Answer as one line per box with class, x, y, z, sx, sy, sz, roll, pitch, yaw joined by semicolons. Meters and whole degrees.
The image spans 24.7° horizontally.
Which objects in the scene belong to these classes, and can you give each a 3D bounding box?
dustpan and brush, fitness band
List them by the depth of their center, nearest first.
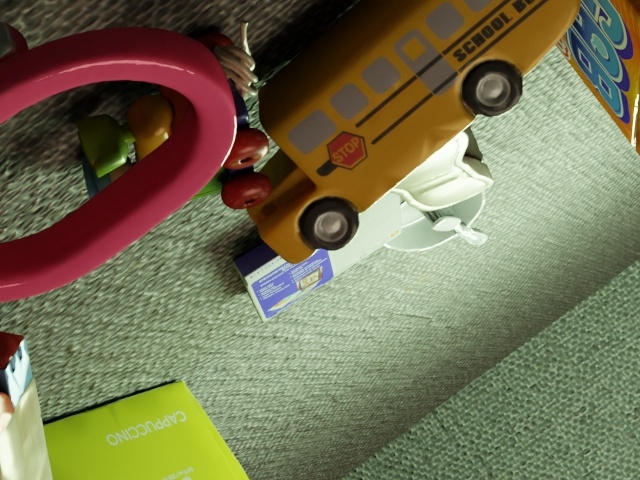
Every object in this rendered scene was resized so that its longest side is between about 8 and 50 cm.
fitness band;-0.192;-0.049;1.006;0.291;0.054;0.209;-34;145;23
dustpan and brush;0.169;-0.026;1.899;0.147;0.060;0.211;-39;163;16

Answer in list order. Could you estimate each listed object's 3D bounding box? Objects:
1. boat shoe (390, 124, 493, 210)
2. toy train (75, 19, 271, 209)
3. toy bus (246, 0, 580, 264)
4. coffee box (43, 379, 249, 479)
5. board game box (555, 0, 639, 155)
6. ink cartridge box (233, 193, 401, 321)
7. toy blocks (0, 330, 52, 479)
boat shoe;0.095;-0.107;1.462;0.116;0.097;0.324;-23;166;15
toy train;-0.120;-0.092;1.103;0.143;0.105;0.248;-18;162;-7
toy bus;0.062;-0.131;1.221;0.332;0.130;0.108;-40;-157;15
coffee box;-0.277;0.426;1.824;0.337;0.338;0.334;-14;153;-51
board game box;0.428;-0.229;1.295;0.356;0.356;0.356;-34;164;2
ink cartridge box;0.000;0.000;1.670;0.206;0.045;0.208;-32;165;-6
toy blocks;-0.348;0.214;1.274;0.381;0.191;0.261;-67;160;-52
